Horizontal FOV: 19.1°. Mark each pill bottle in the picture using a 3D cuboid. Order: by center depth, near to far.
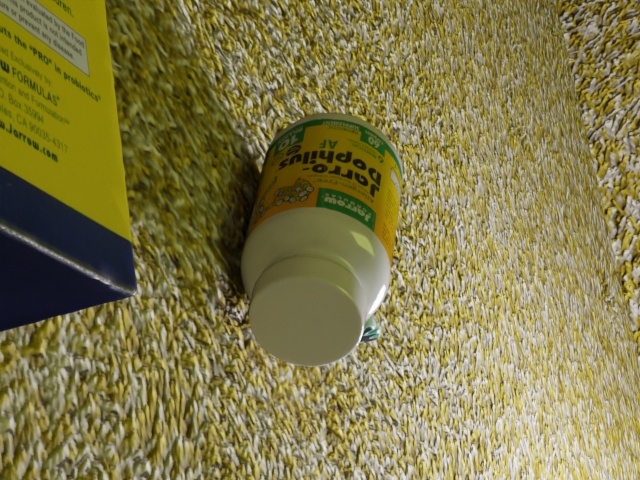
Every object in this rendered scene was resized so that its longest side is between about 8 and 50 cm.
[{"bbox_3d":[0.000,0.000,1.494,0.208,0.117,0.118,-79,147,-53],"label":"pill bottle"}]

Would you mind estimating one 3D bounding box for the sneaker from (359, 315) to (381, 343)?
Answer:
[{"bbox_3d":[0.023,0.045,1.646,0.098,0.038,0.069,45,35,-56],"label":"sneaker"}]

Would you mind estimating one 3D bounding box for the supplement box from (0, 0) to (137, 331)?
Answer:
[{"bbox_3d":[-0.227,-0.139,0.837,0.195,0.194,0.357,36,41,-62],"label":"supplement box"}]
